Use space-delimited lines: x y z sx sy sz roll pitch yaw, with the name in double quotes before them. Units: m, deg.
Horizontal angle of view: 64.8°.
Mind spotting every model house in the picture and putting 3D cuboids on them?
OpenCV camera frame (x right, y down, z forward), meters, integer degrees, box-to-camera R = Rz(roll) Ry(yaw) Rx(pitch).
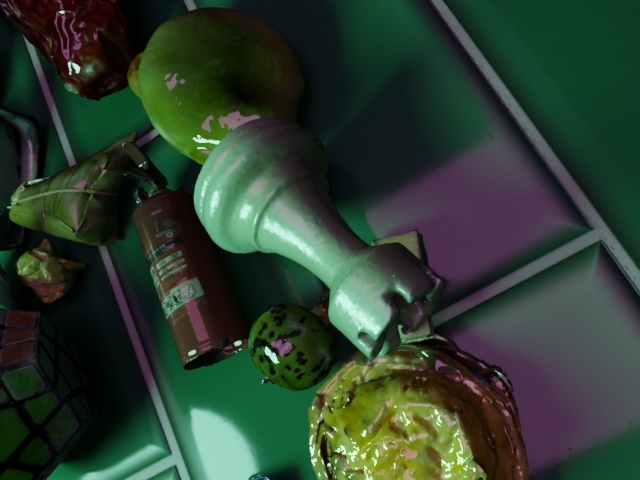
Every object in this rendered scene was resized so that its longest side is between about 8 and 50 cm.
"model house" -0.675 -0.107 0.910 0.291 0.184 0.252 -1 84 24

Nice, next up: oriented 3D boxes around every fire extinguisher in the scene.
"fire extinguisher" -0.211 0.012 0.731 0.107 0.147 0.336 -26 73 1

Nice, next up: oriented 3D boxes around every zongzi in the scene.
"zongzi" -0.423 -0.106 0.858 0.205 0.094 0.204 12 81 21

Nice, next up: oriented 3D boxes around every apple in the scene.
"apple" -0.276 -0.275 0.843 0.090 0.074 0.089 -4 77 19

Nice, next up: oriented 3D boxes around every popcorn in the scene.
"popcorn" -0.460 0.053 0.850 0.109 0.089 0.096 -13 115 30

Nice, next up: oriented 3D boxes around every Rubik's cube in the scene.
"Rubik's cube" -0.490 0.250 0.726 0.319 0.319 0.264 -16 48 17

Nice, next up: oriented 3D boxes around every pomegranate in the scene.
"pomegranate" -0.024 0.126 0.671 0.122 0.122 0.161 36 64 21

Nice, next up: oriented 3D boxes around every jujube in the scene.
"jujube" -0.433 -0.404 0.861 0.216 0.216 0.342 -29 78 13

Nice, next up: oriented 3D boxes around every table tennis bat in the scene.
"table tennis bat" -0.531 0.056 0.820 0.150 0.236 0.027 38 52 0

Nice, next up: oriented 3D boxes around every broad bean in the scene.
"broad bean" -0.140 -0.225 0.753 0.238 0.119 0.291 -37 76 -5

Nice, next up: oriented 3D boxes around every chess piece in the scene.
"chess piece" 0.000 0.000 0.620 0.299 0.195 0.194 43 96 27

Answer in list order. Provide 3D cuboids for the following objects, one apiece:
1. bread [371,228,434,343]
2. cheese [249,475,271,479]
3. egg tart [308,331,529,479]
"bread" 0.104 0.060 0.651 0.068 0.028 0.153 -14 58 19
"cheese" -0.057 0.434 0.648 0.155 0.062 0.244 -26 72 13
"egg tart" 0.111 0.252 0.596 0.291 0.107 0.290 -3 80 19
